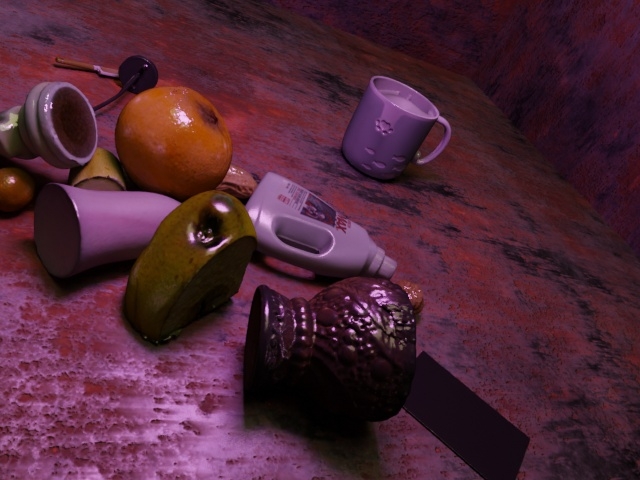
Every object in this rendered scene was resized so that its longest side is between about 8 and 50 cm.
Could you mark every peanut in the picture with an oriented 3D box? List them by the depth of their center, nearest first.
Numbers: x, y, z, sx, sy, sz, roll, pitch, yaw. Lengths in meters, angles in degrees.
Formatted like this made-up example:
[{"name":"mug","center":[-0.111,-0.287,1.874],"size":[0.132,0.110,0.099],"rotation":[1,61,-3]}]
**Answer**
[{"name":"peanut","center":[-0.252,-0.161,1.461],"size":[0.194,0.083,0.093],"rotation":[17,21,-16]}]

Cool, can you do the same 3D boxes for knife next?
[{"name":"knife","center":[-0.647,-0.500,1.681],"size":[0.256,0.022,0.046],"rotation":[1,33,-43]}]

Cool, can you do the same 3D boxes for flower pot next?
[{"name":"flower pot","center":[0.005,0.190,1.040],"size":[0.267,0.266,0.266],"rotation":[6,38,-13]}]

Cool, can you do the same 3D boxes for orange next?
[{"name":"orange","center":[-0.605,-0.101,1.112],"size":[0.085,0.085,0.095],"rotation":[27,44,-3]}]

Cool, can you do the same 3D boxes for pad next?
[{"name":"pad","center":[0.301,0.378,1.218],"size":[0.300,0.005,0.202],"rotation":[39,33,15]}]

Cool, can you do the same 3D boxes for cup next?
[{"name":"cup","center":[0.267,-0.359,1.951],"size":[0.356,0.274,0.259],"rotation":[16,35,-21]}]

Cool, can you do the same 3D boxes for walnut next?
[{"name":"walnut","center":[0.218,0.142,1.414],"size":[0.079,0.082,0.096],"rotation":[45,22,-31]}]

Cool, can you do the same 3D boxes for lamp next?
[{"name":"lamp","center":[-0.571,-0.377,1.559],"size":[0.130,0.108,0.371],"rotation":[32,46,-18]}]

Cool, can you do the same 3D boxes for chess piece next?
[{"name":"chess piece","center":[-0.620,-0.214,1.145],"size":[0.298,0.176,0.176],"rotation":[-6,31,13]}]

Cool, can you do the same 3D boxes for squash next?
[{"name":"squash","center":[-0.481,-0.135,1.222],"size":[0.123,0.123,0.187],"rotation":[7,37,-30]}]

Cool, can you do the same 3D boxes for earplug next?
[{"name":"earplug","center":[-0.382,-0.033,1.132],"size":[0.172,0.172,0.301],"rotation":[46,31,24]}]

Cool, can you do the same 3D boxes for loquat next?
[{"name":"loquat","center":[-0.319,-0.215,1.257],"size":[0.263,0.263,0.263],"rotation":[20,34,-14]}]

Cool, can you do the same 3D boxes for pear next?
[{"name":"pear","center":[-0.246,0.029,1.057],"size":[0.164,0.255,0.238],"rotation":[40,39,15]}]

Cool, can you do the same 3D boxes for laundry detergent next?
[{"name":"laundry detergent","center":[0.000,0.000,1.405],"size":[0.398,0.125,0.264],"rotation":[28,31,-5]}]
